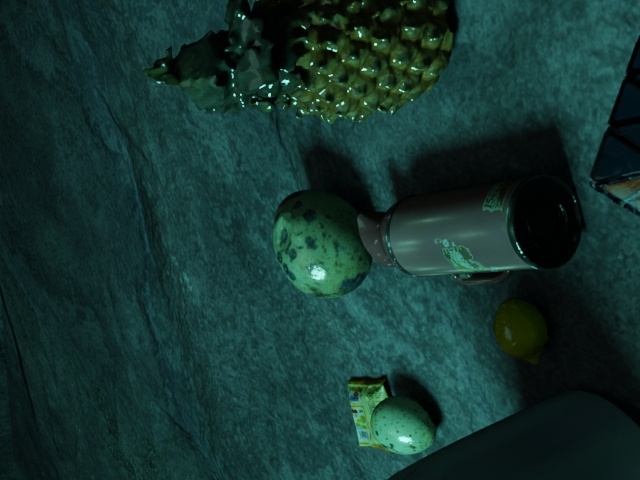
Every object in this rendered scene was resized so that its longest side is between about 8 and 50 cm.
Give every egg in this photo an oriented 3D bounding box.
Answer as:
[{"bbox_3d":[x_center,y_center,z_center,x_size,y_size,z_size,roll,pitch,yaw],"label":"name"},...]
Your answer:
[{"bbox_3d":[0.000,0.000,1.545,0.181,0.141,0.141,60,148,33],"label":"egg"},{"bbox_3d":[0.125,0.275,1.567,0.110,0.085,0.085,5,112,47],"label":"egg"}]

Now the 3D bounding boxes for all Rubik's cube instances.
[{"bbox_3d":[0.338,-0.114,1.056,0.190,0.211,0.178,86,176,-67],"label":"Rubik's cube"}]

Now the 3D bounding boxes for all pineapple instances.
[{"bbox_3d":[-0.028,-0.230,1.252,0.223,0.357,0.223,37,137,45],"label":"pineapple"}]

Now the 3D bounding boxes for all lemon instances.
[{"bbox_3d":[0.249,0.113,1.309,0.065,0.065,0.092,-19,98,58],"label":"lemon"}]

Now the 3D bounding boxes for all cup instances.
[{"bbox_3d":[0.212,0.344,1.229,0.253,0.372,0.253,41,139,49],"label":"cup"}]

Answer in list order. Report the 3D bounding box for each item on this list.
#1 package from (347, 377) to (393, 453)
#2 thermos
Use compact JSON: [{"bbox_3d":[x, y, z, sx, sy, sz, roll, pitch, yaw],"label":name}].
[{"bbox_3d":[0.086,0.278,1.678,0.108,0.031,0.120,-13,91,57],"label":"package"},{"bbox_3d":[0.178,-0.008,1.324,0.330,0.136,0.109,-7,74,57],"label":"thermos"}]
